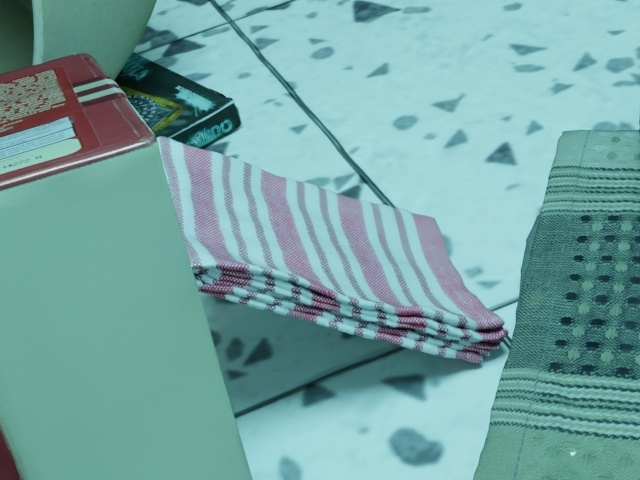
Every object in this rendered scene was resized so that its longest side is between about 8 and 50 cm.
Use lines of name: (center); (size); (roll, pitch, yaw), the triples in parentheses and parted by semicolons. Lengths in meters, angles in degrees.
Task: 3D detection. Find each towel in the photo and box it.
towel: (0.000, 0.000, 0.696); (0.197, 0.029, 0.144); (16, 25, -25)
towel: (0.255, 0.045, 0.630); (0.324, 0.056, 0.312); (3, 41, 20)

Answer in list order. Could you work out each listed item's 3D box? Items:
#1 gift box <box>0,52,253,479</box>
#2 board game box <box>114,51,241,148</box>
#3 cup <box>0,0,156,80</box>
gift box: (-0.158, 0.092, 0.505); (0.255, 0.258, 0.276); (-16, 21, -7)
board game box: (-0.165, -0.100, 0.988); (0.126, 0.026, 0.186); (-32, 38, -24)
cup: (-0.250, -0.210, 0.910); (0.331, 0.331, 0.237); (10, 25, 30)
